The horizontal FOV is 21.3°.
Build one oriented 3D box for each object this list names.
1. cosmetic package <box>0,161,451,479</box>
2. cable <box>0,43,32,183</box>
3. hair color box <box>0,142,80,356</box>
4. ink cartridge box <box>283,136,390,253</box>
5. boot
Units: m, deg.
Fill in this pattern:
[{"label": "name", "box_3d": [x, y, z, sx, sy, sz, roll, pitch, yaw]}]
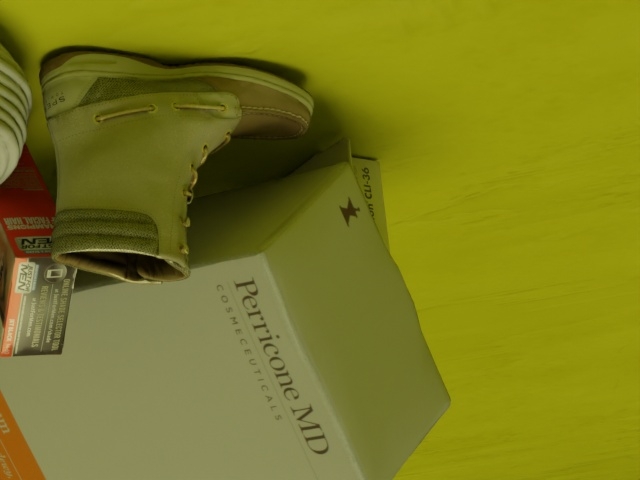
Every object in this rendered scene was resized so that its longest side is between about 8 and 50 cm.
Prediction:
[{"label": "cosmetic package", "box_3d": [-0.148, 0.107, 1.429, 0.453, 0.230, 0.161, -13, -160, 34]}, {"label": "cable", "box_3d": [-0.331, -0.085, 1.199, 0.257, 0.089, 0.257, -14, 158, 18]}, {"label": "hair color box", "box_3d": [-0.236, 0.004, 1.305, 0.053, 0.167, 0.093, -2, 123, -27]}, {"label": "ink cartridge box", "box_3d": [0.000, 0.000, 1.482, 0.067, 0.115, 0.198, 7, 156, -31]}, {"label": "boot", "box_3d": [-0.100, -0.048, 1.255, 0.213, 0.165, 0.077, 4, 157, -25]}]
